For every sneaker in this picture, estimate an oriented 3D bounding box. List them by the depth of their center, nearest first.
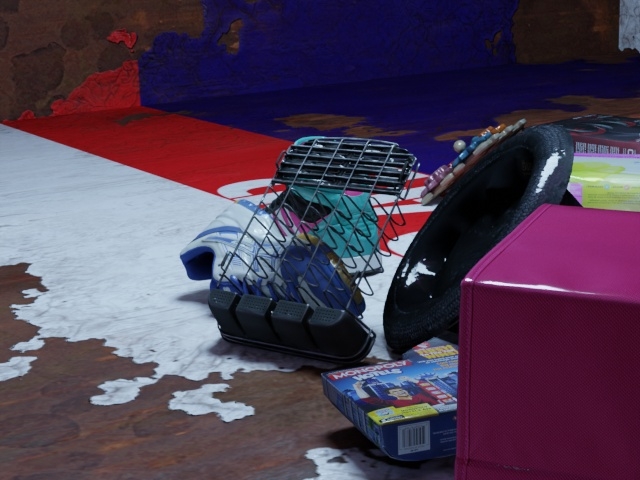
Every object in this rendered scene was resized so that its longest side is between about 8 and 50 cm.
[{"bbox_3d":[-0.064,0.053,1.619,0.131,0.112,0.296,-37,35,-20],"label":"sneaker"},{"bbox_3d":[-0.027,-0.063,1.859,0.124,0.178,0.295,-14,18,-39],"label":"sneaker"}]

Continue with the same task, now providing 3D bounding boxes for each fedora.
[{"bbox_3d":[0.213,0.029,1.445,0.152,0.334,0.334,35,10,-10],"label":"fedora"}]

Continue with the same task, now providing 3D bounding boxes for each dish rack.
[{"bbox_3d":[0.000,0.000,1.498,0.208,0.074,0.271,8,60,32],"label":"dish rack"}]

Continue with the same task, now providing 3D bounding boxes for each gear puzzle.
[{"bbox_3d":[0.281,-0.163,2.289,0.175,0.044,0.339,-44,-7,28],"label":"gear puzzle"}]

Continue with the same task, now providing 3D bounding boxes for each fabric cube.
[{"bbox_3d":[0.252,0.129,0.914,0.258,0.259,0.254,6,15,20],"label":"fabric cube"}]

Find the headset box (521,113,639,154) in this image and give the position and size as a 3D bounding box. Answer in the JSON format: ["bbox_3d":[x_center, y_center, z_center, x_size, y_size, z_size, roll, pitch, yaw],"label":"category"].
[{"bbox_3d":[0.532,-0.145,2.253,0.218,0.110,0.293,-14,18,-39],"label":"headset box"}]

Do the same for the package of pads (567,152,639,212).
[{"bbox_3d":[0.421,-0.073,2.002,0.297,0.101,0.229,2,14,14],"label":"package of pads"}]

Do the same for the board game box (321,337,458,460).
[{"bbox_3d":[0.108,0.153,1.234,0.194,0.060,0.194,-7,14,-19],"label":"board game box"}]
